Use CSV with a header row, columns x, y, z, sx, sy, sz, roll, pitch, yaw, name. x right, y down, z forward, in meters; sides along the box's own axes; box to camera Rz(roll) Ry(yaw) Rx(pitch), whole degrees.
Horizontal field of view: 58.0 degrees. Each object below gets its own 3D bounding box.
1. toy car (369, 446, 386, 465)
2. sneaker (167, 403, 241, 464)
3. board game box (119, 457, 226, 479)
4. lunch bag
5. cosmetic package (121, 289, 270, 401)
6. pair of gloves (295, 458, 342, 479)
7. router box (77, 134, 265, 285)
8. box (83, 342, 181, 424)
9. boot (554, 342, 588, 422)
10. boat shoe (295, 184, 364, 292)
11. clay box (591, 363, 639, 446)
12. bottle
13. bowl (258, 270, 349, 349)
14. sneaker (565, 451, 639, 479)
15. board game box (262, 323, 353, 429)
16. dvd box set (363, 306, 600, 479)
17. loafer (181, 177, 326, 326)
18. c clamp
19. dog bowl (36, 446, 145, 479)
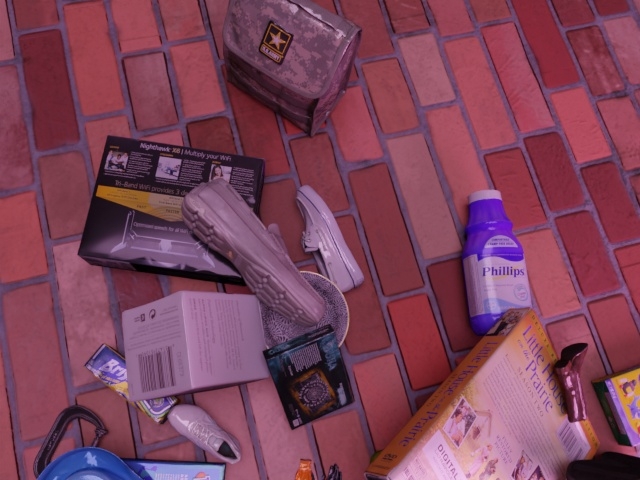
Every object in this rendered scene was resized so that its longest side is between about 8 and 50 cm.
x,y,z,sx,sy,sz,roll,pitch,yaw,name
0.206,0.400,0.994,0.188,0.155,0.149,-16,76,-19,toy car
-0.194,0.333,0.996,0.152,0.061,0.053,38,75,-13,sneaker
-0.273,0.457,0.979,0.210,0.047,0.160,5,74,-3,board game box
-0.059,-0.366,1.111,0.235,0.287,0.169,34,74,4,lunch bag
-0.207,0.176,0.971,0.151,0.184,0.151,-19,74,30,cosmetic package
-0.004,0.433,1.031,0.083,0.010,0.074,11,73,-3,pair of gloves
-0.275,-0.056,1.108,0.309,0.081,0.243,9,74,-3,router box
-0.332,0.255,1.025,0.169,0.059,0.054,35,72,5,box
0.448,0.248,1.006,0.106,0.037,0.114,-27,101,-36,boot
0.000,0.000,1.116,0.076,0.083,0.226,-29,79,-13,boat shoe
0.654,0.297,1.108,0.222,0.053,0.127,-16,77,-9,clay box
0.339,0.043,1.131,0.118,0.092,0.283,0,74,-10,bottle
-0.036,0.147,1.073,0.170,0.080,0.170,2,74,-6,bowl
0.481,0.462,0.963,0.295,0.124,0.178,14,80,-46,sneaker
-0.017,0.241,1.009,0.126,0.186,0.026,-21,35,-11,board game box
0.285,0.349,0.934,0.420,0.062,0.307,-37,103,-34,dvd box set
-0.102,0.015,1.008,0.319,0.112,0.111,46,57,1,loafer
-0.422,0.375,1.002,0.137,0.022,0.160,14,73,9,c clamp
-0.315,0.456,0.913,0.297,0.074,0.166,38,75,7,dog bowl
